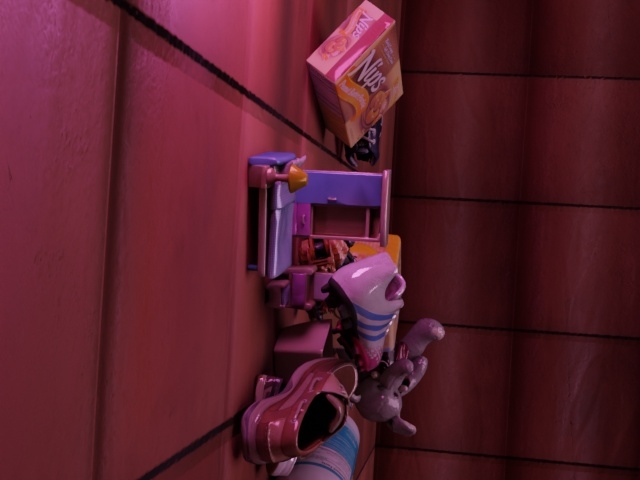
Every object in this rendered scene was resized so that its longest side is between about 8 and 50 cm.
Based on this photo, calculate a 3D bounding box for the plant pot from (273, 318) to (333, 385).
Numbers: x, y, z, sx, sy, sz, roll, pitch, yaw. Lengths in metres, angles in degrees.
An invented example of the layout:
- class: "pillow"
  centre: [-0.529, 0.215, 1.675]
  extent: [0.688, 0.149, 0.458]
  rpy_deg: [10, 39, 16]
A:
- class: "plant pot"
  centre: [-0.032, 0.216, 1.811]
  extent: [0.109, 0.096, 0.109]
  rpy_deg: [-71, 161, -58]

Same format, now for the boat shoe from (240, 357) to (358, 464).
- class: "boat shoe"
  centre: [-0.006, 0.286, 1.619]
  extent: [0.324, 0.116, 0.123]
  rpy_deg: [-32, 116, -57]

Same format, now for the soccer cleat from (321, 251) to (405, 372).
- class: "soccer cleat"
  centre: [0.096, 0.134, 1.737]
  extent: [0.116, 0.143, 0.331]
  rpy_deg: [55, -10, 27]

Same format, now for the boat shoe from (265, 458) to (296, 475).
- class: "boat shoe"
  centre: [-0.028, 0.343, 1.796]
  extent: [0.098, 0.096, 0.277]
  rpy_deg: [-55, -173, 29]

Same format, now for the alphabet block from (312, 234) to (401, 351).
- class: "alphabet block"
  centre: [0.083, 0.115, 2.208]
  extent: [0.193, 0.192, 0.197]
  rpy_deg: [-79, 170, -48]

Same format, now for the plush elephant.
- class: "plush elephant"
  centre: [0.151, 0.338, 2.426]
  extent: [0.330, 0.272, 0.255]
  rpy_deg: [-59, -160, 13]

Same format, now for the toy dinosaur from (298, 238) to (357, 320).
- class: "toy dinosaur"
  centre: [0.005, 0.048, 1.937]
  extent: [0.322, 0.164, 0.218]
  rpy_deg: [-57, 138, -49]

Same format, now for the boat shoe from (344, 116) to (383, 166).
- class: "boat shoe"
  centre: [0.105, -0.300, 2.360]
  extent: [0.340, 0.127, 0.158]
  rpy_deg: [69, 19, -70]

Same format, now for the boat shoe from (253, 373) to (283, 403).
- class: "boat shoe"
  centre: [-0.088, 0.304, 1.643]
  extent: [0.056, 0.049, 0.152]
  rpy_deg: [-8, 100, -79]

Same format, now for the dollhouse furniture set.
- class: "dollhouse furniture set"
  centre: [0.000, 0.000, 1.617]
  extent: [0.303, 0.198, 0.286]
  rpy_deg: [-36, 128, -78]

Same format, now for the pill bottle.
- class: "pill bottle"
  centre: [-0.011, 0.453, 1.878]
  extent: [0.264, 0.146, 0.146]
  rpy_deg: [-70, 161, -58]

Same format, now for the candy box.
- class: "candy box"
  centre: [0.080, -0.346, 2.070]
  extent: [0.183, 0.087, 0.316]
  rpy_deg: [-48, 161, -9]
